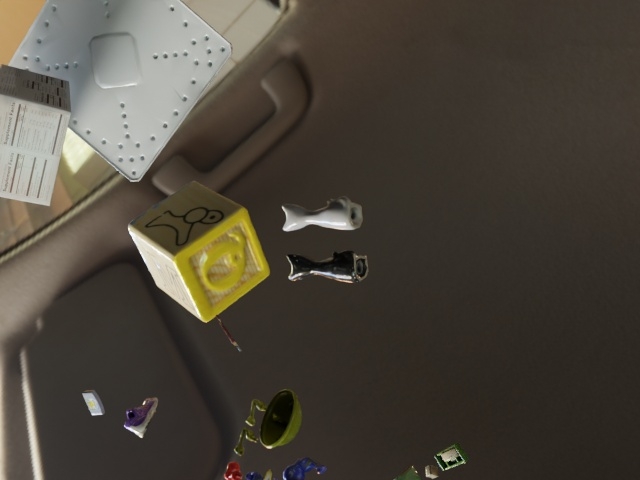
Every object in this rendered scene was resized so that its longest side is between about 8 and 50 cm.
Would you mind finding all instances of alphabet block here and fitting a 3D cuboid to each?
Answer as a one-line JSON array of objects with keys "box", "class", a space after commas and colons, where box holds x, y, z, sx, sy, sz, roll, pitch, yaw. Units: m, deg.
[{"box": [-0.255, 0.019, 1.515, 0.192, 0.193, 0.197, -38, -138, -22], "class": "alphabet block"}]

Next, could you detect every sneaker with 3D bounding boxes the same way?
[{"box": [-0.492, 0.470, 1.957, 0.170, 0.071, 0.068, -98, -147, -80], "class": "sneaker"}]

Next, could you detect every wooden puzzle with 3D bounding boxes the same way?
[{"box": [-0.178, 0.178, 1.374, 0.006, 0.049, 0.083, -34, -105, -9], "class": "wooden puzzle"}]

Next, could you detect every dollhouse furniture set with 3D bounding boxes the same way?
[{"box": [0.210, 0.432, 1.315, 0.058, 0.151, 0.076, -41, -105, 39], "class": "dollhouse furniture set"}]

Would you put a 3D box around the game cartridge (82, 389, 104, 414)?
[{"box": [-0.706, 0.506, 2.231, 0.056, 0.083, 0.017, -14, -167, 30], "class": "game cartridge"}]

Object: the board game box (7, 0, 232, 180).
[{"box": [-0.442, -0.396, 1.574, 0.390, 0.390, 0.050, -49, -178, 19], "class": "board game box"}]

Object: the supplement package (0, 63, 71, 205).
[{"box": [-0.607, -0.221, 1.465, 0.204, 0.145, 0.262, -70, -155, 18], "class": "supplement package"}]

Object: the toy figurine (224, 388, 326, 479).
[{"box": [-0.071, 0.525, 1.503, 0.191, 0.217, 0.362, -28, -144, 52], "class": "toy figurine"}]

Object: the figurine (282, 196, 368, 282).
[{"box": [0.000, 0.000, 1.798, 0.209, 0.092, 0.215, -3, -82, 27], "class": "figurine"}]
